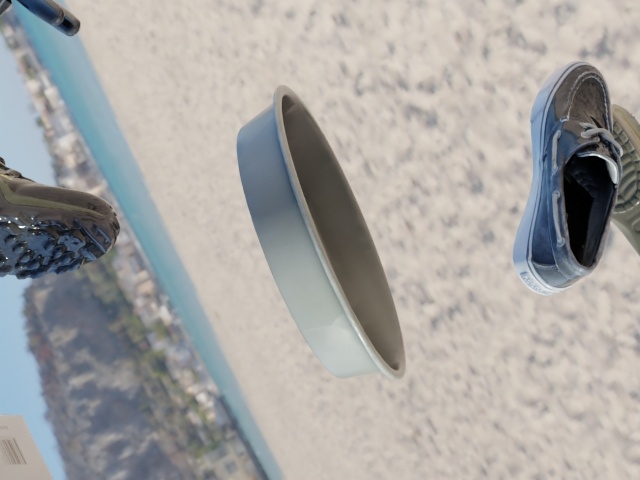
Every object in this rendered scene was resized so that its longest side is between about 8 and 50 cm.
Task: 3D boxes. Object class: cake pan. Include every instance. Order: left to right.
[{"bbox_3d":[0.000,0.000,1.094,0.293,0.054,0.293,-22,-90,-80],"label":"cake pan"}]

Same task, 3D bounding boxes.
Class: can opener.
[{"bbox_3d":[-0.337,-0.279,1.381,0.186,0.073,0.059,31,-171,36],"label":"can opener"}]

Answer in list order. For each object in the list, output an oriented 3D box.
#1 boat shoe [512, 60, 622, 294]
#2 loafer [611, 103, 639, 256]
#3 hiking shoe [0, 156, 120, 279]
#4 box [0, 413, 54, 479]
[{"bbox_3d":[0.295,-0.086,1.336,0.108,0.301,0.102,28,152,-17],"label":"boat shoe"},{"bbox_3d":[0.409,-0.060,1.485,0.102,0.092,0.268,-33,87,44],"label":"loafer"},{"bbox_3d":[-0.243,-0.047,0.790,0.086,0.227,0.114,107,171,-56],"label":"hiking shoe"},{"bbox_3d":[-0.392,0.262,1.234,0.091,0.170,0.130,59,-174,16],"label":"box"}]
